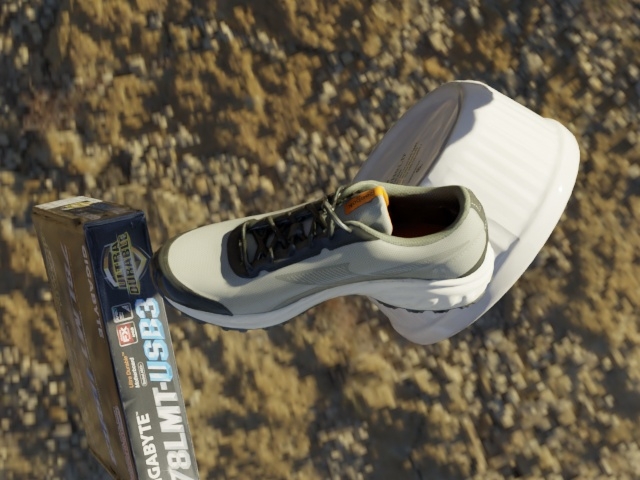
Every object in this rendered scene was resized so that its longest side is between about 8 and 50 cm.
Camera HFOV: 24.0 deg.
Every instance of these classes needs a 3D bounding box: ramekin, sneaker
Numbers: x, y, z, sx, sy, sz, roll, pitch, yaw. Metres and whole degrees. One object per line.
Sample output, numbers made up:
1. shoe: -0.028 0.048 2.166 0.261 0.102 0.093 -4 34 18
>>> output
1. ramekin: 0.123 -0.039 1.513 0.127 0.273 0.273 36 108 -17
2. sneaker: 0.000 0.000 1.180 0.271 0.100 0.108 -7 141 -1

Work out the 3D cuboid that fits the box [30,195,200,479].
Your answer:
1. box: -0.218 0.106 1.582 0.073 0.293 0.296 -14 100 -17
